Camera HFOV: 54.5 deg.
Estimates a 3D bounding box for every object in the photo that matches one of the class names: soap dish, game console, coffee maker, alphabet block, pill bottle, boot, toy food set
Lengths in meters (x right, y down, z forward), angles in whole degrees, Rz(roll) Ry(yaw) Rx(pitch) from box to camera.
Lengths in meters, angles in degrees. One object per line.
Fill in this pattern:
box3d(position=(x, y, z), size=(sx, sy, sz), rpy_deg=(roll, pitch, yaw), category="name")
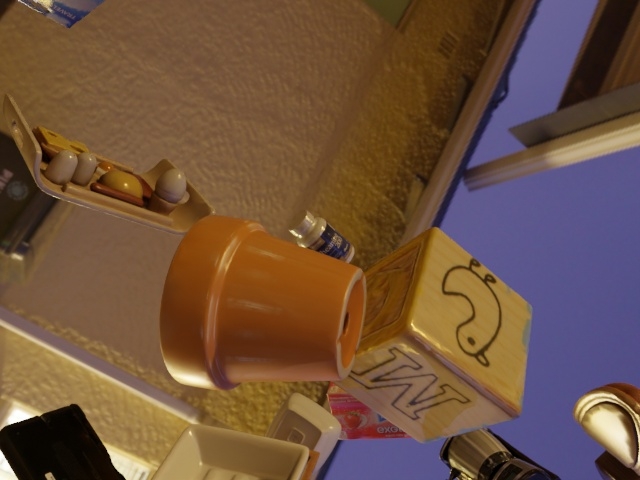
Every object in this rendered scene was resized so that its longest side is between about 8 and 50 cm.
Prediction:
box3d(position=(-0.170, 0.476, 1.173), size=(0.229, 0.291, 0.118), rpy_deg=(-57, 147, -56), category="soap dish")
box3d(position=(-0.183, 0.194, 0.464), size=(0.071, 0.122, 0.107), rpy_deg=(-47, 163, 17), category="game console")
box3d(position=(0.307, 0.385, 0.995), size=(0.120, 0.171, 0.178), rpy_deg=(-66, -155, 2), category="coffee maker")
box3d(position=(0.147, 0.136, 0.857), size=(0.193, 0.197, 0.192), rpy_deg=(-38, -159, 44), category="alphabet block")
box3d(position=(0.000, 0.000, 1.137), size=(0.067, 0.120, 0.067), rpy_deg=(-39, -155, 21), category="pill bottle")
box3d(position=(0.445, 0.205, 0.782), size=(0.220, 0.283, 0.109), rpy_deg=(-39, -142, -7), category="boot")
box3d(position=(-0.336, -0.126, 0.995), size=(0.092, 0.306, 0.220), rpy_deg=(-56, -133, 11), category="toy food set")

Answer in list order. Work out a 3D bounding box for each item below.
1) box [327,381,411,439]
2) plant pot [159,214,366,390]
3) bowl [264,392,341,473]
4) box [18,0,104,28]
box3d(position=(0.183, 0.368, 1.487), size=(0.300, 0.142, 0.154), rpy_deg=(-6, -157, 15), category="box")
box3d(position=(-0.052, 0.081, 0.723), size=(0.205, 0.188, 0.205), rpy_deg=(7, 90, -74), category="plant pot")
box3d(position=(-0.043, 0.409, 1.301), size=(0.141, 0.142, 0.053), rpy_deg=(-60, 163, 4), category="bowl")
box3d(position=(-0.296, -0.325, 0.731), size=(0.178, 0.109, 0.042), rpy_deg=(-13, -115, 40), category="box")
